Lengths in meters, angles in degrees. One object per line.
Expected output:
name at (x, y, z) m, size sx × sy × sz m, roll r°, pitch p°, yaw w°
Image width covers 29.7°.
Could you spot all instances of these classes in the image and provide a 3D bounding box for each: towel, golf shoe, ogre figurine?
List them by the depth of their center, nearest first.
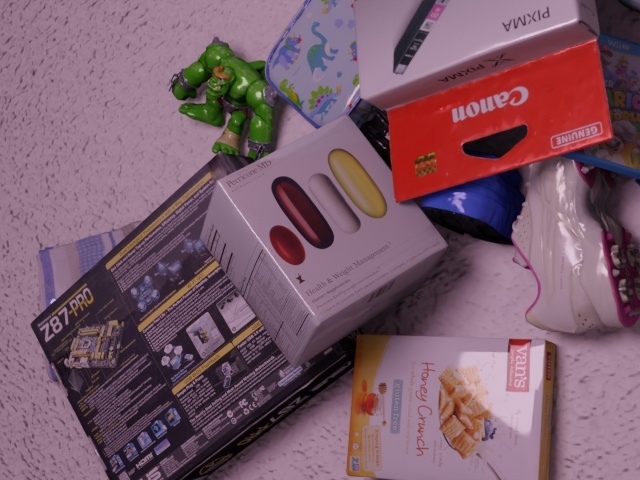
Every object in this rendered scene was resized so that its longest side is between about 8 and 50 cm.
golf shoe at (0.264, -0.041, 1.357) m, size 0.140 × 0.115 × 0.306 m, roll -20°, pitch 70°, yaw 33°
ogre figurine at (-0.124, -0.195, 1.649) m, size 0.197 × 0.097 × 0.118 m, roll 57°, pitch 131°, yaw 43°
towel at (-0.297, 0.081, 1.745) m, size 0.285 × 0.034 × 0.209 m, roll -15°, pitch 74°, yaw 30°

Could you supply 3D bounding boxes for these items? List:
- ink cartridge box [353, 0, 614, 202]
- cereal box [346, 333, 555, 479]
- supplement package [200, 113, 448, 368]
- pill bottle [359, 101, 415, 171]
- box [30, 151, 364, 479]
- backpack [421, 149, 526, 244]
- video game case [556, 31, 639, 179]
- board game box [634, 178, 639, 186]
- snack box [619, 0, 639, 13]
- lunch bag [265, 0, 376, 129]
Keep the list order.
ink cartridge box at (0.168, -0.191, 1.319) m, size 0.275 × 0.060 × 0.239 m, roll -16°, pitch 68°, yaw 33°
cereal box at (0.150, 0.198, 1.411) m, size 0.240 × 0.047 × 0.173 m, roll -2°, pitch 78°, yaw 29°
supplement package at (0.000, 0.000, 1.420) m, size 0.203 × 0.194 × 0.149 m, roll 53°, pitch 154°, yaw 14°
pill bottle at (0.141, -0.181, 1.452) m, size 0.123 × 0.123 × 0.219 m, roll 46°, pitch 107°, yaw 30°
box at (-0.170, 0.128, 1.595) m, size 0.395 × 0.097 × 0.318 m, roll -40°, pitch 72°, yaw 21°
backpack at (0.175, -0.055, 1.408) m, size 0.098 × 0.120 × 0.101 m, roll 9°, pitch 85°, yaw 34°
video game case at (0.320, -0.151, 1.318) m, size 0.015 × 0.119 × 0.166 m, roll 123°, pitch 159°, yaw -62°
board game box at (0.450, -0.045, 1.228) m, size 0.165 × 0.042 × 0.243 m, roll -49°, pitch 40°, yaw 16°
snack box at (0.478, -0.366, 1.302) m, size 0.187 × 0.060 × 0.322 m, roll 36°, pitch 101°, yaw 34°
lunch bag at (0.041, -0.251, 1.548) m, size 0.176 × 0.090 × 0.219 m, roll 44°, pitch 106°, yaw 29°
